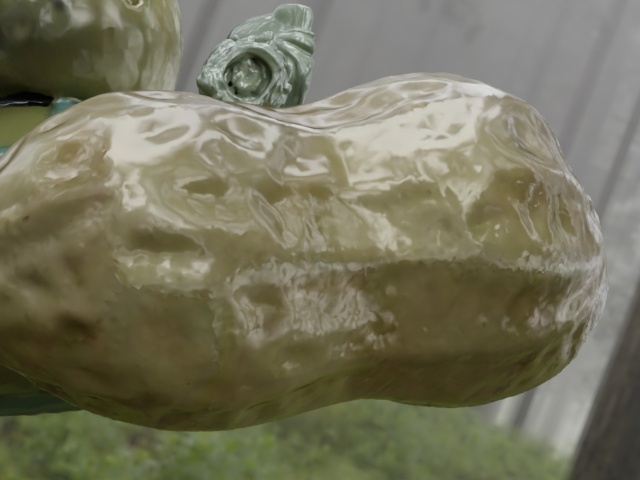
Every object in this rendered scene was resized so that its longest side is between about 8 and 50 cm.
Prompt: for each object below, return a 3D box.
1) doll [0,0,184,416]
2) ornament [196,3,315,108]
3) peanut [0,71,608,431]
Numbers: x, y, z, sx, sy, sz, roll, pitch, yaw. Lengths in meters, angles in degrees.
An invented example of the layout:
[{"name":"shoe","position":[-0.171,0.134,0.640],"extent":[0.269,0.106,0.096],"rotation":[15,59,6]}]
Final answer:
[{"name":"doll","position":[-0.150,-0.051,0.857],"extent":[0.177,0.261,0.161],"rotation":[-6,-29,-5]},{"name":"ornament","position":[-0.026,-0.060,0.670],"extent":[0.041,0.068,0.092],"rotation":[21,-19,-5]},{"name":"peanut","position":[0.000,0.000,0.565],"extent":[0.256,0.124,0.123],"rotation":[0,14,-43]}]
